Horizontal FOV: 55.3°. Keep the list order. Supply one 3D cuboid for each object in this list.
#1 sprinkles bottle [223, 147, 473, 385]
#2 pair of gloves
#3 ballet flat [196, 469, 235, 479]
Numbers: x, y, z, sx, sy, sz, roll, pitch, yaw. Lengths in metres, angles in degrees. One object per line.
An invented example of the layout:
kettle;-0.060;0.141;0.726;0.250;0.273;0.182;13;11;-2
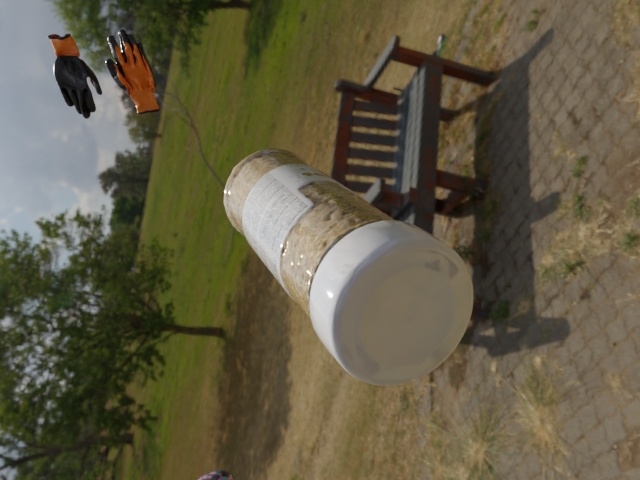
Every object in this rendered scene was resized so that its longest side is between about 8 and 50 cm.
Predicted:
sprinkles bottle;0.000;0.000;0.597;0.355;0.121;0.121;-139;60;-61
pair of gloves;-0.180;-0.136;0.507;0.010;0.083;0.074;-88;-6;-49
ballet flat;-0.114;0.291;0.600;0.079;0.077;0.222;-36;-25;-41
